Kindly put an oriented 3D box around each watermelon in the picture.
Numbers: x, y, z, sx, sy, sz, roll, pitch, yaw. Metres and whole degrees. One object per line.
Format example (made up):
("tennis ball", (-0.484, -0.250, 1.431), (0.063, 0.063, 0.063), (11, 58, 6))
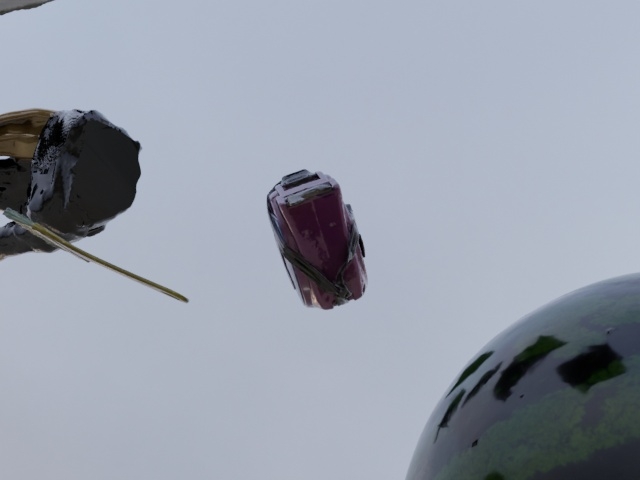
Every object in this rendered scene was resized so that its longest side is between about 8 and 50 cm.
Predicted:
("watermelon", (0.188, 0.153, 0.529), (0.285, 0.285, 0.285), (0, -31, 0))

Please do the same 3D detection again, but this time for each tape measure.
("tape measure", (0.000, 0.000, 0.876), (0.074, 0.125, 0.118), (-18, -70, -3))

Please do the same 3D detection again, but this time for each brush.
("brush", (-0.202, 0.020, 0.946), (0.205, 0.011, 0.083), (22, -12, 28))

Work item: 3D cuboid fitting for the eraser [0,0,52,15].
("eraser", (-0.452, -0.346, 1.306), (0.352, 0.111, 0.077), (-10, -10, 15))

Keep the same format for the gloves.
("gloves", (-0.349, -0.067, 1.250), (0.301, 0.197, 0.152), (5, -7, 28))
